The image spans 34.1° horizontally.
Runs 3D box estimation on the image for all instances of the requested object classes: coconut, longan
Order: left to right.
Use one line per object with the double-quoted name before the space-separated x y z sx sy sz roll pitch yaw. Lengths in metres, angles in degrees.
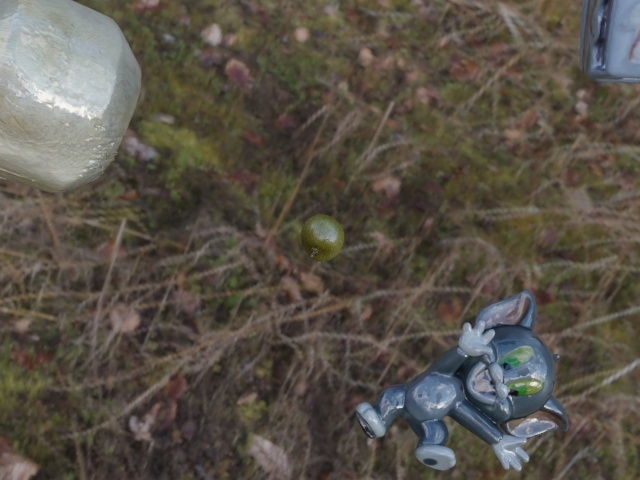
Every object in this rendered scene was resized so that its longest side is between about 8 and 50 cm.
"coconut" -0.368 -0.190 1.308 0.247 0.245 0.245 18 36 -27
"longan" 0.000 0.000 1.591 0.075 0.075 0.083 27 49 0

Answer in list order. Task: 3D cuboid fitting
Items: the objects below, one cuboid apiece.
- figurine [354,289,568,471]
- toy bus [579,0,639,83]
"figurine" 0.183 0.199 1.285 0.193 0.265 0.140 65 3 6
"toy bus" 0.366 -0.156 0.772 0.329 0.109 0.136 5 16 7
